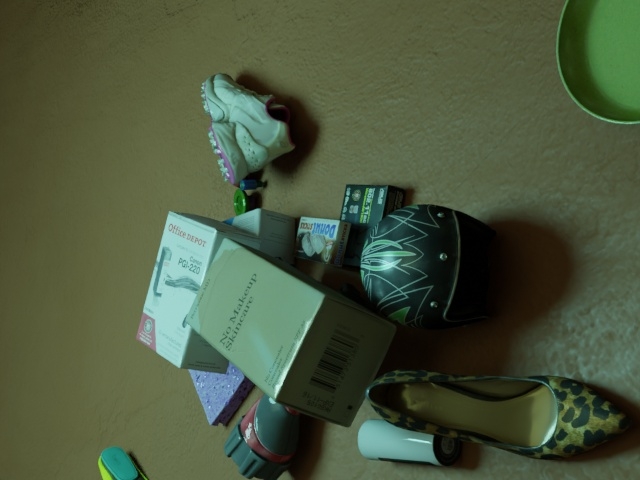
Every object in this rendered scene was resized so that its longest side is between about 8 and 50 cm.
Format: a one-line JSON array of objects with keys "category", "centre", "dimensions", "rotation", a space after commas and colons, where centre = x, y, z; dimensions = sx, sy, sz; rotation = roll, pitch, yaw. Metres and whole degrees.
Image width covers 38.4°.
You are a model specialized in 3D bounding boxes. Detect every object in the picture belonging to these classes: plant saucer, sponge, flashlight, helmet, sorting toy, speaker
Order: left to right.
[{"category": "sponge", "centre": [-0.180, 0.196, 1.553], "dimensions": [0.117, 0.031, 0.210], "rotation": [-55, 44, 25]}, {"category": "sorting toy", "centre": [-0.123, -0.089, 1.567], "dimensions": [0.061, 0.042, 0.102], "rotation": [-24, 73, 62]}, {"category": "flashlight", "centre": [-0.021, 0.211, 1.309], "dimensions": [0.103, 0.103, 0.304], "rotation": [37, 112, 1]}, {"category": "speaker", "centre": [0.111, 0.255, 1.167], "dimensions": [0.136, 0.055, 0.055], "rotation": [-10, 72, 48]}, {"category": "helmet", "centre": [0.129, 0.032, 1.125], "dimensions": [0.169, 0.161, 0.170], "rotation": [-18, 67, 47]}, {"category": "plant saucer", "centre": [0.372, -0.241, 1.012], "dimensions": [0.241, 0.037, 0.241], "rotation": [-19, 65, 47]}]

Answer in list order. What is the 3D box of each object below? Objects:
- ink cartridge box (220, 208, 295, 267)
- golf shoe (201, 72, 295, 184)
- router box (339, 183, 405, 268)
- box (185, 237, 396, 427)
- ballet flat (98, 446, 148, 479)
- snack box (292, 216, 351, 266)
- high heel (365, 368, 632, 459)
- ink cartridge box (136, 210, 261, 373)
[{"category": "ink cartridge box", "centre": [-0.113, 0.059, 1.471], "dimensions": [0.139, 0.082, 0.191], "rotation": [-16, 69, 47]}, {"category": "golf shoe", "centre": [-0.122, -0.205, 1.559], "dimensions": [0.140, 0.115, 0.306], "rotation": [-20, 38, 1]}, {"category": "router box", "centre": [0.068, -0.018, 1.311], "dimensions": [0.092, 0.038, 0.123], "rotation": [5, 84, 50]}, {"category": "box", "centre": [-0.050, 0.111, 1.216], "dimensions": [0.311, 0.121, 0.148], "rotation": [23, 88, 59]}, {"category": "ballet flat", "centre": [-0.339, 0.459, 1.648], "dimensions": [0.231, 0.077, 0.077], "rotation": [35, 128, 52]}, {"category": "snack box", "centre": [0.000, 0.000, 1.356], "dimensions": [0.178, 0.022, 0.064], "rotation": [-171, 94, -71]}, {"category": "high heel", "centre": [0.183, 0.186, 0.996], "dimensions": [0.261, 0.186, 0.093], "rotation": [-5, 76, 50]}, {"category": "ink cartridge box", "centre": [-0.190, 0.077, 1.424], "dimensions": [0.158, 0.092, 0.218], "rotation": [19, 94, 51]}]
